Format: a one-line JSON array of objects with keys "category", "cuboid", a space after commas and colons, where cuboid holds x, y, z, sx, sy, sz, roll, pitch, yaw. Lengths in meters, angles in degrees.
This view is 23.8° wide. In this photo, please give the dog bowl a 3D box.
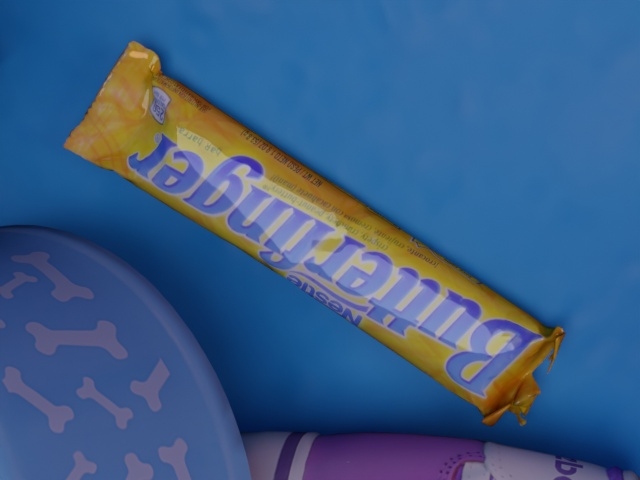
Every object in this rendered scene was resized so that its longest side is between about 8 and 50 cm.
[{"category": "dog bowl", "cuboid": [-0.141, 0.130, 0.442, 0.166, 0.074, 0.297, 46, 114, 24]}]

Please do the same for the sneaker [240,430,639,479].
[{"category": "sneaker", "cuboid": [0.051, 0.198, 0.446, 0.161, 0.102, 0.282, 1, 103, 8]}]

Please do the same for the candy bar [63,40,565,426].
[{"category": "candy bar", "cuboid": [0.000, 0.000, 0.452, 0.161, 0.018, 0.040, 34, 107, 3]}]
